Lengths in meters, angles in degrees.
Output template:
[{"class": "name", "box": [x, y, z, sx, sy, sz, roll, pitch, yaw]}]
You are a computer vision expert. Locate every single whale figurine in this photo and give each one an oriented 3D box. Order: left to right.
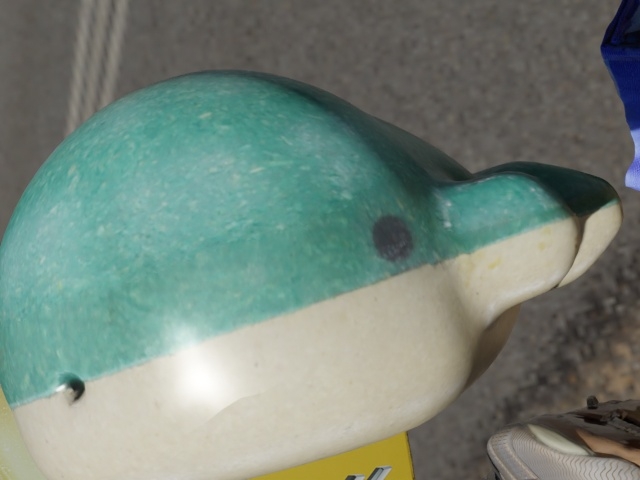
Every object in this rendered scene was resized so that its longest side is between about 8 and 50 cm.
[{"class": "whale figurine", "box": [0.000, 0.000, 0.643, 0.216, 0.272, 0.141, -21, 89, 43]}]

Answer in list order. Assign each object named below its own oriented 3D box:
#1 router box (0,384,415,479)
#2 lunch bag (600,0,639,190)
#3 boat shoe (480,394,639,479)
[{"class": "router box", "box": [-0.110, 0.126, 0.753, 0.081, 0.309, 0.243, 122, 144, -56]}, {"class": "lunch bag", "box": [0.292, -0.139, 1.133, 0.138, 0.293, 0.221, 22, 157, 35]}, {"class": "boat shoe", "box": [0.158, 0.124, 0.873, 0.123, 0.116, 0.324, 59, 175, 5]}]
